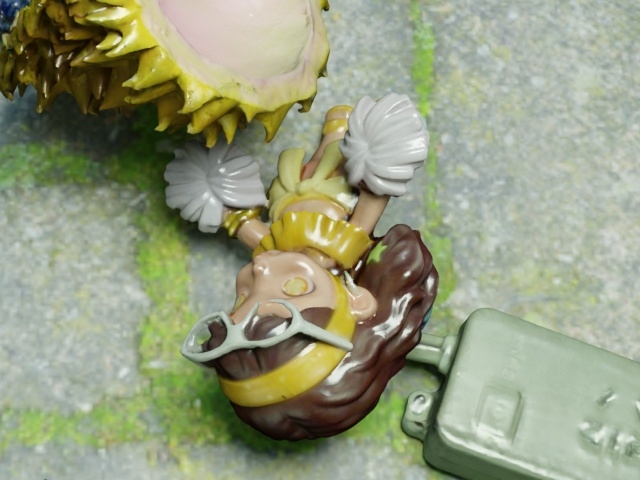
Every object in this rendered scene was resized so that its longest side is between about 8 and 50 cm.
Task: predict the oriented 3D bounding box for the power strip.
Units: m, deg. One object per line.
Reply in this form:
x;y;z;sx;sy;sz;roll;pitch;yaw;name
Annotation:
0.157;0.113;0.885;0.288;0.053;0.093;20;64;1;power strip

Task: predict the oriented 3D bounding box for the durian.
-0.101;-0.146;0.887;0.185;0.195;0.305;51;31;-23;durian

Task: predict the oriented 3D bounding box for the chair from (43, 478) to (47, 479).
-0.158;0.151;0.833;0.086;0.037;0.042;6;77;-9;chair

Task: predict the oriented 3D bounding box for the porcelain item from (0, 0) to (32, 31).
-0.248;-0.267;0.970;0.288;0.138;0.186;33;83;3;porcelain item

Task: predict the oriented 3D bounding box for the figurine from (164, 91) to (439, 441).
0.000;0.002;0.872;0.174;0.116;0.240;-13;49;30;figurine
